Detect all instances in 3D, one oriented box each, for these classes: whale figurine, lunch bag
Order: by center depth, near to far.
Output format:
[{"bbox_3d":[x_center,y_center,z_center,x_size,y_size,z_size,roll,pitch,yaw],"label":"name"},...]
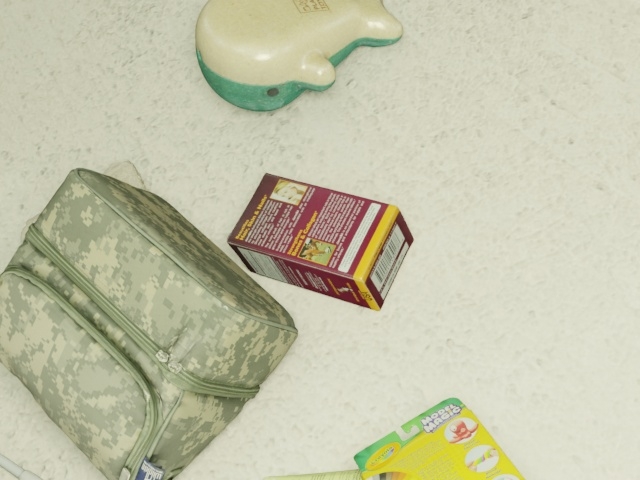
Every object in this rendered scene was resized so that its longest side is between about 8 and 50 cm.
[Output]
[{"bbox_3d":[-0.213,0.107,1.281,0.305,0.212,0.256,40,98,20],"label":"lunch bag"},{"bbox_3d":[-0.031,-0.258,1.534,0.272,0.141,0.216,-15,51,-18],"label":"whale figurine"}]

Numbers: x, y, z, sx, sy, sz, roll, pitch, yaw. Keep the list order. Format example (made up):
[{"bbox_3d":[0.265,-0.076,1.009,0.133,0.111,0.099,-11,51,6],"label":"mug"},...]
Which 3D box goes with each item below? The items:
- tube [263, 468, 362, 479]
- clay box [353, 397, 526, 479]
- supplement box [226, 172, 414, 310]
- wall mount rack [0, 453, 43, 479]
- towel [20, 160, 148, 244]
[{"bbox_3d":[0.045,0.268,1.190,0.240,0.070,0.062,-12,91,17],"label":"tube"},{"bbox_3d":[0.129,0.250,1.067,0.127,0.053,0.222,-30,36,-5],"label":"clay box"},{"bbox_3d":[0.000,0.000,1.363,0.188,0.081,0.104,16,66,29],"label":"supplement box"},{"bbox_3d":[-0.511,0.293,1.358,0.304,0.130,0.350,36,74,-4],"label":"wall mount rack"},{"bbox_3d":[-0.272,0.030,1.473,0.187,0.049,0.282,-34,53,-1],"label":"towel"}]
